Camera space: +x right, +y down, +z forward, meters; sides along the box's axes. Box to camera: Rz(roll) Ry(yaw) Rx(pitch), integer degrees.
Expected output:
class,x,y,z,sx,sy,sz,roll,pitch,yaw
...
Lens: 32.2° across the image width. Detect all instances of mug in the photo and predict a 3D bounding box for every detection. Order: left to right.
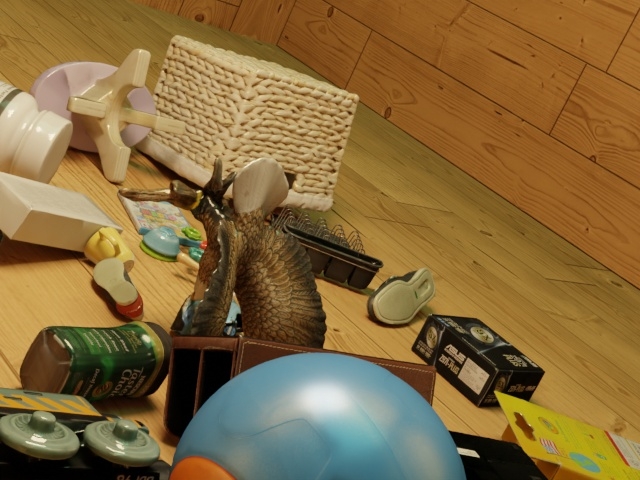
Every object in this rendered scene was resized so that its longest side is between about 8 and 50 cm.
class,x,y,z,sx,sy,sz,roll,pitch,yaw
mug,-0.321,0.021,1.696,0.064,0.062,0.078,43,5,23

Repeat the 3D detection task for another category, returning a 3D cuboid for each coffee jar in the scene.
class,x,y,z,sx,sy,sz,roll,pitch,yaw
coffee jar,-0.261,0.148,1.333,0.079,0.096,0.184,44,24,28

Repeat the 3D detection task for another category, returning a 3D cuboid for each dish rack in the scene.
class,x,y,z,sx,sy,sz,roll,pitch,yaw
dish rack,0.000,0.000,2.201,0.208,0.074,0.271,22,17,-14

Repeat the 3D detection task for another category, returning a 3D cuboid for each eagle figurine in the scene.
class,x,y,z,sx,sy,sz,roll,pitch,yaw
eagle figurine,-0.119,0.055,1.509,0.226,0.225,0.298,-18,67,-8

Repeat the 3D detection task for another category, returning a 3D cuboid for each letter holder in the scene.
class,x,y,z,sx,sy,sz,roll,pitch,yaw
letter holder,-0.027,0.240,1.352,0.302,0.214,0.152,13,-11,-36

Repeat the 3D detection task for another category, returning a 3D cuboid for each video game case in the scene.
class,x,y,z,sx,sy,sz,roll,pitch,yaw
video game case,-0.292,-0.040,2.002,0.119,0.015,0.166,15,19,-30

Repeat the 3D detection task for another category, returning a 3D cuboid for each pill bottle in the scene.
class,x,y,z,sx,sy,sz,roll,pitch,yaw
pill bottle,-0.565,-0.194,1.821,0.283,0.161,0.161,25,17,-2

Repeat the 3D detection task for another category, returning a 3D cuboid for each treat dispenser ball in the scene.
class,x,y,z,sx,sy,sz,roll,pitch,yaw
treat dispenser ball,-0.003,0.250,1.053,0.288,0.288,0.288,23,17,-7

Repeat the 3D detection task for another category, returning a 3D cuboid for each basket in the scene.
class,x,y,z,sx,sy,sz,roll,pitch,yaw
basket,-0.152,-0.244,2.333,0.328,0.266,0.331,8,14,-43

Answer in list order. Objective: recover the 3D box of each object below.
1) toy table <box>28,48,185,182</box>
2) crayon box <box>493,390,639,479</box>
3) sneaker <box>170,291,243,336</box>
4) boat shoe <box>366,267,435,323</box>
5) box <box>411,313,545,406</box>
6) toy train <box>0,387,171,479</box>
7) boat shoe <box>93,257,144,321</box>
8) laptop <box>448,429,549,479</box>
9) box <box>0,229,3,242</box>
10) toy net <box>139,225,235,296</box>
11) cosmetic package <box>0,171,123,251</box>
class,x,y,z,sx,sy,sz,roll,pitch,yaw
toy table,-0.400,-0.248,2.129,0.274,0.252,0.161,-8,19,-41
crayon box,0.410,0.354,1.700,0.318,0.081,0.202,22,17,-13
sneaker,-0.156,0.116,1.642,0.073,0.063,0.162,36,20,22
boat shoe,0.140,0.111,2.102,0.079,0.084,0.233,-9,7,29
box,0.276,0.210,1.951,0.147,0.077,0.180,9,23,-45
toy train,-0.304,0.204,1.052,0.334,0.142,0.190,12,12,-39
boat shoe,-0.293,0.070,1.621,0.137,0.049,0.043,42,-19,50
laptop,0.181,0.348,1.293,0.234,0.136,0.264,16,19,-31
box,-0.578,-0.051,1.569,0.233,0.044,0.159,15,20,-31
toy net,-0.196,0.046,1.838,0.122,0.045,0.232,8,25,-49
cosmetic package,-0.404,-0.036,1.662,0.099,0.060,0.239,38,8,22
